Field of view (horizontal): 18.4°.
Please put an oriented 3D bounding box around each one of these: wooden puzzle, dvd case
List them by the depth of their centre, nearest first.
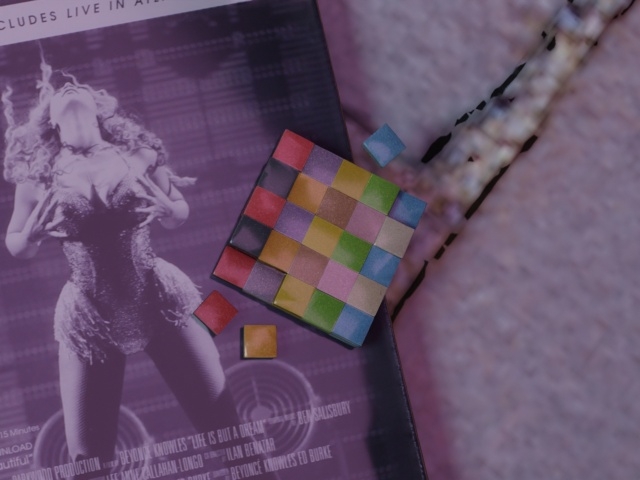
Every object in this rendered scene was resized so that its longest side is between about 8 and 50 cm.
[{"bbox_3d":[-0.062,0.025,0.589,0.164,0.018,0.221,-12,84,-11],"label":"dvd case"},{"bbox_3d":[0.000,0.000,0.590,0.049,0.006,0.083,27,78,-6],"label":"wooden puzzle"}]
